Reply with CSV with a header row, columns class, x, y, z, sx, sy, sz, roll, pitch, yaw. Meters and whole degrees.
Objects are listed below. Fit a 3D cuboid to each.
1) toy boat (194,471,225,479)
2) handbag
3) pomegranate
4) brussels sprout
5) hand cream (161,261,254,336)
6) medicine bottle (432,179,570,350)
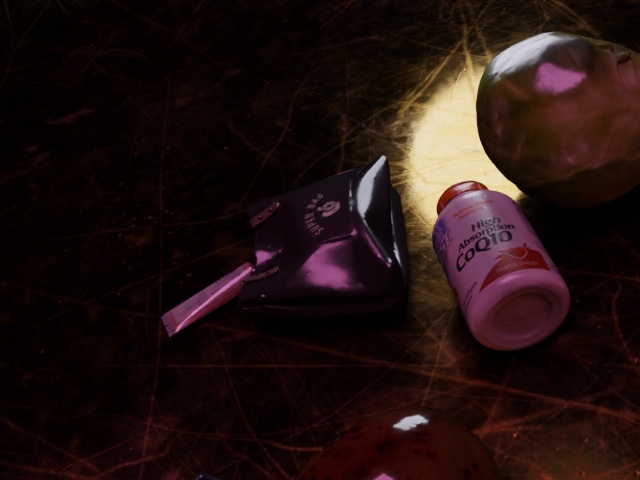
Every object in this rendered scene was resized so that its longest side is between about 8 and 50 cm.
class,x,y,z,sx,sy,sz,roll,pitch,yaw
toy boat,-0.187,0.402,1.339,0.055,0.060,0.141,11,53,31
handbag,0.000,0.000,1.625,0.287,0.152,0.342,-14,40,12
pomegranate,0.113,0.362,1.139,0.290,0.323,0.291,-41,15,13
brussels sprout,0.438,-0.199,1.557,0.354,0.282,0.289,2,17,2
hand cream,-0.191,0.102,1.687,0.209,0.043,0.067,-32,38,-4
medicine bottle,0.269,0.024,1.471,0.156,0.157,0.289,-20,40,2
